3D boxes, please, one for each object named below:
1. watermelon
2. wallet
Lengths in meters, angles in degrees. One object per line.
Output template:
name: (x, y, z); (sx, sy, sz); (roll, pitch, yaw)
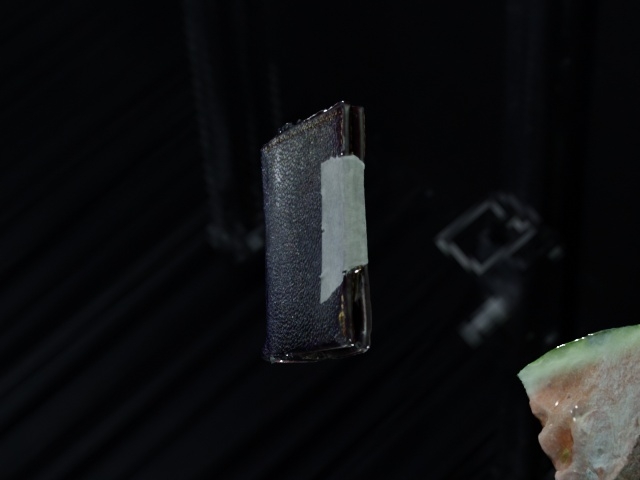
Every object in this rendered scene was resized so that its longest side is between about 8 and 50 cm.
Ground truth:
watermelon: (0.243, 0.134, 1.147); (0.231, 0.128, 0.146); (44, -64, -9)
wallet: (0.000, 0.000, 1.745); (0.262, 0.071, 0.221); (154, -62, -75)
